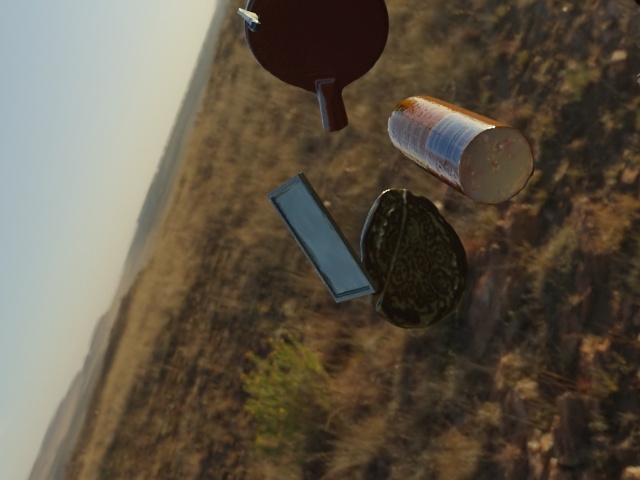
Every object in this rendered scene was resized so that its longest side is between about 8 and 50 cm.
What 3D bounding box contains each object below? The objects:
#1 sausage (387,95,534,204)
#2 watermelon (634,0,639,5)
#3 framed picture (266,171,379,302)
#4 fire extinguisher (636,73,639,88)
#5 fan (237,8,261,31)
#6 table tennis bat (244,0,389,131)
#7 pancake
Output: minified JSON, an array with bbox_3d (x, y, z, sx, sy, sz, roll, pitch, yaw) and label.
[{"bbox_3d":[0.154,-0.126,1.072,0.093,0.093,0.312,-67,20,11],"label":"sausage"},{"bbox_3d":[0.457,-0.335,1.077,0.159,0.303,0.128,32,119,37],"label":"watermelon"},{"bbox_3d":[0.000,0.000,1.266,0.010,0.201,0.136,-35,4,-25],"label":"framed picture"},{"bbox_3d":[0.663,-0.149,1.464,0.147,0.337,0.106,-18,4,37],"label":"fire extinguisher"},{"bbox_3d":[-0.111,-0.349,1.356,0.193,0.038,0.016,-111,41,-69],"label":"fan"},{"bbox_3d":[0.002,-0.362,1.629,0.415,0.268,0.051,75,-170,-54],"label":"table tennis bat"},{"bbox_3d":[0.164,0.034,1.484,0.031,0.250,0.250,-21,48,51],"label":"pancake"}]
